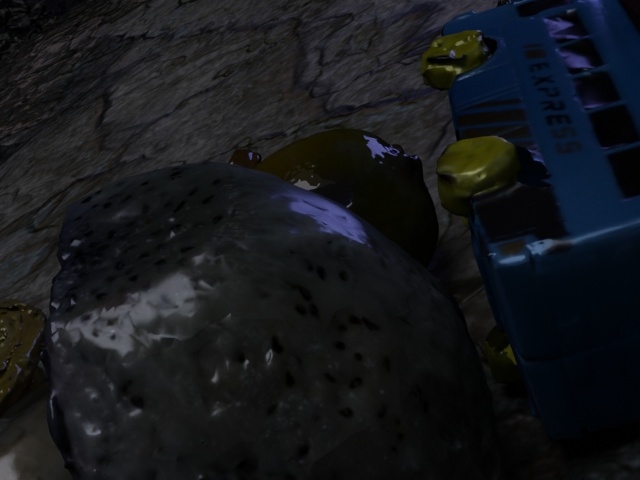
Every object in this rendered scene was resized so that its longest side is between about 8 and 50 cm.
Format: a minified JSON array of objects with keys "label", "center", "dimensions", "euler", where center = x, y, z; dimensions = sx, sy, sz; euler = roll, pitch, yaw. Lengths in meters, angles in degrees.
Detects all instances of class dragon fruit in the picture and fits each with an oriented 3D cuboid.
[{"label":"dragon fruit","center":[-0.018,0.067,0.646],"dimensions":[0.204,0.221,0.283],"euler":[-17,36,4]}]

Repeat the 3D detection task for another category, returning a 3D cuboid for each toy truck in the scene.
[{"label":"toy truck","center":[0.164,-0.042,0.780],"dimensions":[0.162,0.161,0.385],"euler":[-16,28,10]}]

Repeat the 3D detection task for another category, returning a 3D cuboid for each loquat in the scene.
[{"label":"loquat","center":[0.000,0.000,0.891],"dimensions":[0.195,0.152,0.152],"euler":[-39,25,-2]}]

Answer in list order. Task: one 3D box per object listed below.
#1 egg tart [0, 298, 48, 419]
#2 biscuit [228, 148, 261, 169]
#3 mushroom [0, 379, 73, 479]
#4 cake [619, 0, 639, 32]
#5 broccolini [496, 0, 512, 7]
[{"label":"egg tart","center":[-0.339,0.166,1.039],"dimensions":[0.288,0.118,0.288],"euler":[-28,27,16]},{"label":"biscuit","center":[-0.099,0.037,0.979],"dimensions":[0.180,0.039,0.236],"euler":[112,-179,-56]},{"label":"mushroom","center":[-0.235,0.159,0.777],"dimensions":[0.243,0.243,0.243],"euler":[-27,26,14]},{"label":"cake","center":[0.345,-0.220,0.781],"dimensions":[0.237,0.230,0.309],"euler":[-35,25,-7]},{"label":"broccolini","center":[0.178,-0.209,1.208],"dimensions":[0.035,0.030,0.140],"euler":[25,60,20]}]
